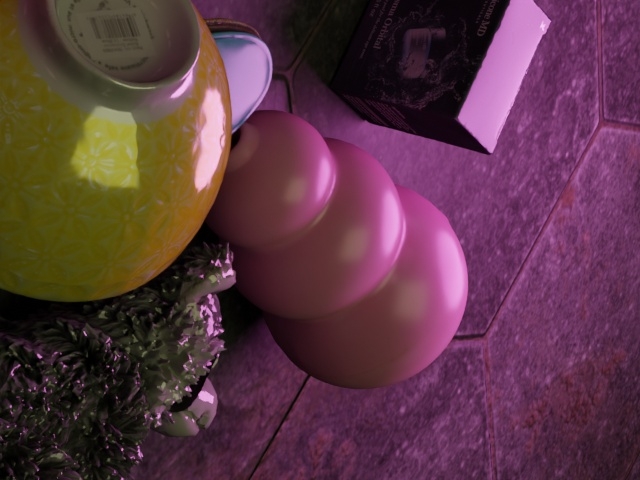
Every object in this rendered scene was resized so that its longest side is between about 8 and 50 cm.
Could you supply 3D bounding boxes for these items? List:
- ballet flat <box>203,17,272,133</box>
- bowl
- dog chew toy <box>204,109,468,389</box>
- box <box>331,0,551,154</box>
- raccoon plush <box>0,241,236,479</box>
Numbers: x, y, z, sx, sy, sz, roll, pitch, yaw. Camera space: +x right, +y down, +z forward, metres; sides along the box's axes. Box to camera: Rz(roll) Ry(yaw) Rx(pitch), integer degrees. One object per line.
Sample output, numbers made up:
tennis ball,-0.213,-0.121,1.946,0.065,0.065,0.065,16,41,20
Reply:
ballet flat,-0.175,-0.093,1.327,0.348,0.123,0.123,-43,136,-44
bowl,-0.169,-0.118,1.156,0.289,0.156,0.289,17,57,-28
dog chew toy,0.000,0.000,1.546,0.332,0.206,0.207,46,68,-43
box,0.120,-0.187,1.647,0.093,0.158,0.156,37,75,-53
raccoon plush,-0.235,0.071,1.262,0.446,0.216,0.299,48,59,-51
